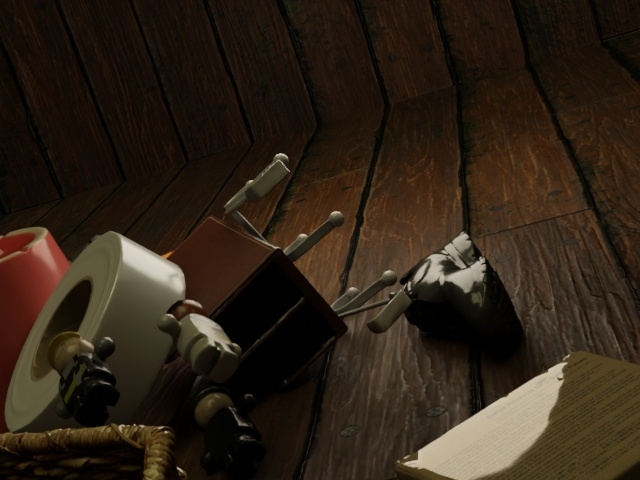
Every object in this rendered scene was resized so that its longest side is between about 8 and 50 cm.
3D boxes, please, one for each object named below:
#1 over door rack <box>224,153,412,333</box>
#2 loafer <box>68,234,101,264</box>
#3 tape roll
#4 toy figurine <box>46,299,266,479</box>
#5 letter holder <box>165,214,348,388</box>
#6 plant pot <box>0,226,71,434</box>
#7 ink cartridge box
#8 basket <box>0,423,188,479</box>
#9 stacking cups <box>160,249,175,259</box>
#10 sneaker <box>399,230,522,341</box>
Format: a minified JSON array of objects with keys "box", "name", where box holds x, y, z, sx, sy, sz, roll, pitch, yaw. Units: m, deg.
[{"box":[0.000,0.000,1.402,0.108,0.239,0.324,-45,6,-9],"name":"over door rack"},{"box":[-0.325,0.094,1.739,0.084,0.096,0.267,-35,49,-17],"name":"loafer"},{"box":[-0.293,0.134,1.379,0.286,0.100,0.286,-42,30,31],"name":"tape roll"},{"box":[-0.181,0.179,1.179,0.213,0.209,0.148,-21,27,-15],"name":"toy figurine"},{"box":[-0.137,0.110,1.469,0.214,0.152,0.302,-44,22,-10],"name":"letter holder"},{"box":[-0.451,0.127,1.586,0.275,0.243,0.275,-16,17,5],"name":"plant pot"},{"box":[0.216,0.196,0.917,0.235,0.088,0.193,-27,17,-24],"name":"ink cartridge box"},{"box":[-0.245,0.296,0.853,0.299,0.223,0.213,-7,19,30],"name":"basket"},{"box":[-0.310,0.072,1.881,0.316,0.096,0.096,-28,19,-32],"name":"stacking cups"},{"box":[0.171,0.078,1.365,0.130,0.109,0.286,-27,9,3],"name":"sneaker"}]
